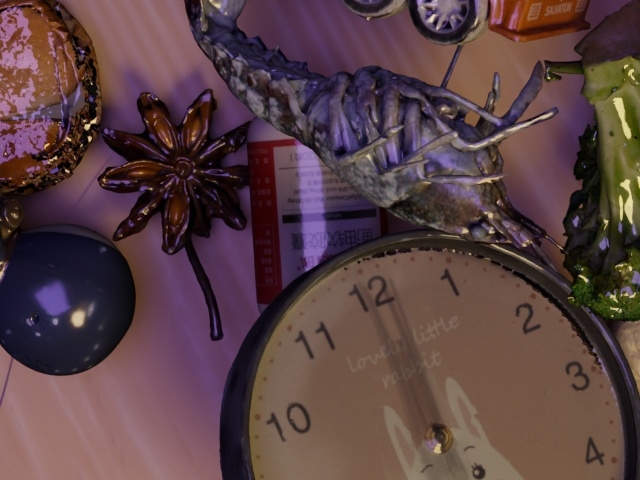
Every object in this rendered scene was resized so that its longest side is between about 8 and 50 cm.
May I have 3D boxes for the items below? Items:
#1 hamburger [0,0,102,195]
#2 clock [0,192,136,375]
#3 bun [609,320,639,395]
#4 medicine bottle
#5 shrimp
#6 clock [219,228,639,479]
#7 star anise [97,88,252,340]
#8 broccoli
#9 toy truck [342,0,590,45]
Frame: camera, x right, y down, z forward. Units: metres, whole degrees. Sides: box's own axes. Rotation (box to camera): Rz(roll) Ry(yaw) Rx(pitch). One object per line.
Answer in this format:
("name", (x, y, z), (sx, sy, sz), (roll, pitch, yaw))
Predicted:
("hamburger", (-0.327, -0.152, 1.639), (0.231, 0.107, 0.231), (0, 89, 8))
("clock", (-0.299, 0.038, 1.607), (0.243, 0.199, 0.146), (23, 64, -5))
("bun", (0.358, 0.114, 1.527), (0.188, 0.111, 0.164), (37, 96, 10))
("medicine bottle", (0.000, 0.000, 1.574), (0.131, 0.131, 0.250), (-3, 92, 10))
("shrimp", (0.049, -0.117, 1.437), (0.410, 0.221, 0.166), (24, 110, 19))
("clock", (0.104, 0.175, 1.452), (0.386, 0.076, 0.386), (4, 75, -13))
("star anise", (-0.146, -0.036, 1.619), (0.177, 0.073, 0.234), (17, 77, -1))
("broccoli", (0.320, -0.081, 1.435), (0.303, 0.321, 0.283), (-31, 123, 17))
("toy truck", (0.056, -0.312, 1.409), (0.387, 0.173, 0.207), (25, 112, 24))
